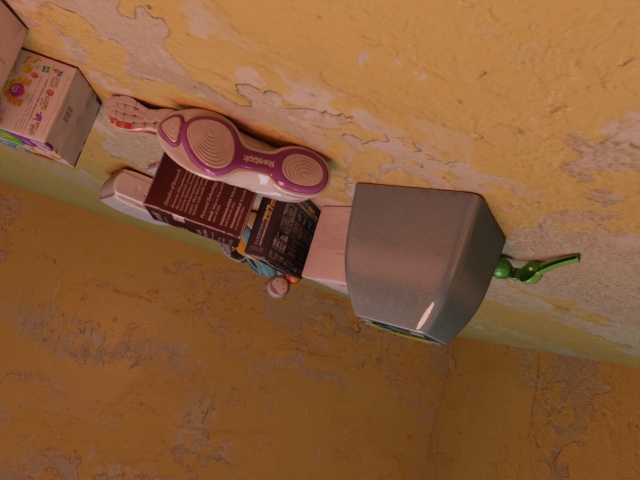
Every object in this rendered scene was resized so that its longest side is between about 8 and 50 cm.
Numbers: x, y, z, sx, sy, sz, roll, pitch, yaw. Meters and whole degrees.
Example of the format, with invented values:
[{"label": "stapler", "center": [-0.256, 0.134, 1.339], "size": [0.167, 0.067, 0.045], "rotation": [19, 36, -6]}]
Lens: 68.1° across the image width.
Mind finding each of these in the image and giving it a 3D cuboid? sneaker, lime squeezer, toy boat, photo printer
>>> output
[{"label": "sneaker", "center": [-0.317, -0.215, 0.866], "size": [0.158, 0.061, 0.065], "rotation": [17, 176, 5]}, {"label": "lime squeezer", "center": [0.422, 0.057, 1.063], "size": [0.310, 0.058, 0.110], "rotation": [7, 165, 46]}, {"label": "toy boat", "center": [-0.171, 0.050, 1.462], "size": [0.318, 0.148, 0.267], "rotation": [36, 158, 40]}, {"label": "sneaker", "center": [-0.321, -0.025, 1.604], "size": [0.229, 0.086, 0.132], "rotation": [44, 162, 12]}, {"label": "photo printer", "center": [-0.574, -0.131, 1.551], "size": [0.256, 0.107, 0.307], "rotation": [24, 168, -31]}, {"label": "sneaker", "center": [-0.142, -0.131, 0.850], "size": [0.305, 0.114, 0.152], "rotation": [20, 168, -12]}]

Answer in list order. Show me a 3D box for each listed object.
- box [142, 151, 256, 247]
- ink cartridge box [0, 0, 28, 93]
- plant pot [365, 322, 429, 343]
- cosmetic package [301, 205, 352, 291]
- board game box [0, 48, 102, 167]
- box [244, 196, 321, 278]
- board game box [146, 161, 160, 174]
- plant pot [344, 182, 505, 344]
[{"label": "box", "center": [-0.243, -0.101, 1.023], "size": [0.203, 0.167, 0.168], "rotation": [19, 169, -9]}, {"label": "ink cartridge box", "center": [-0.614, -0.185, 0.597], "size": [0.286, 0.394, 0.166], "rotation": [18, 171, -3]}, {"label": "plant pot", "center": [0.343, 0.267, 1.832], "size": [0.228, 0.207, 0.227], "rotation": [27, 165, -40]}, {"label": "cosmetic package", "center": [0.078, 0.030, 1.130], "size": [0.151, 0.183, 0.151], "rotation": [28, 165, -40]}, {"label": "board game box", "center": [-0.562, -0.254, 0.827], "size": [0.275, 0.144, 0.142], "rotation": [19, 169, -6]}, {"label": "box", "center": [-0.079, -0.022, 1.116], "size": [0.059, 0.183, 0.233], "rotation": [14, 170, 21]}, {"label": "board game box", "center": [-0.416, -0.181, 1.286], "size": [0.090, 0.020, 0.090], "rotation": [24, 168, -32]}, {"label": "plant pot", "center": [0.187, 0.059, 0.925], "size": [0.247, 0.252, 0.248], "rotation": [11, 167, 34]}]
